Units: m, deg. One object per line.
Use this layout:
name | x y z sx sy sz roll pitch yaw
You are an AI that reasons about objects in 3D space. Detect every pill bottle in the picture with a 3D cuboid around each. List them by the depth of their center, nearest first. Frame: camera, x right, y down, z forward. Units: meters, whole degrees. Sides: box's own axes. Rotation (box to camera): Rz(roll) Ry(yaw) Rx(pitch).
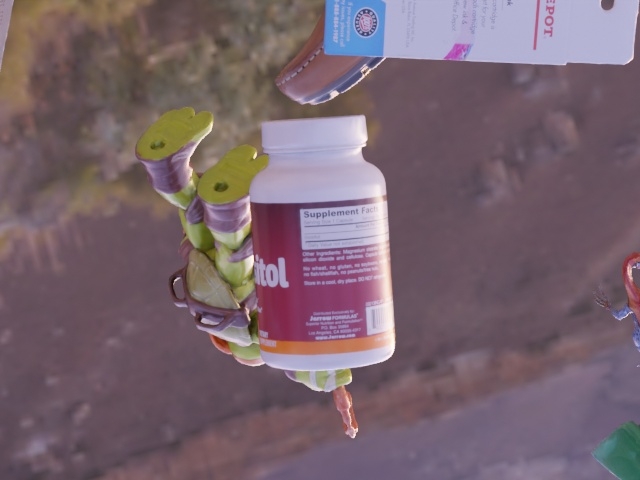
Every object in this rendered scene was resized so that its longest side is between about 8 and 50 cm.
pill bottle | 0.000 0.000 1.144 0.086 0.152 0.086 -4 -175 0

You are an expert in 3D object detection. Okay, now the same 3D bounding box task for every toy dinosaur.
toy dinosaur | 0.242 0.051 1.350 0.047 0.082 0.090 -30 -145 -12

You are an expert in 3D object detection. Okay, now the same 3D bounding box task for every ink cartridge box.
ink cartridge box | 0.094 -0.162 1.086 0.181 0.104 0.061 3 -159 0

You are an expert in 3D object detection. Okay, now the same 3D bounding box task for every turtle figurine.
turtle figurine | -0.069 0.014 1.300 0.087 0.269 0.217 -26 133 -12

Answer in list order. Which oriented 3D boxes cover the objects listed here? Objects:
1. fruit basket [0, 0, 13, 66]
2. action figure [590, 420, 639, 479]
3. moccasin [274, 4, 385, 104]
fruit basket | -0.399 -0.154 1.531 0.327 0.353 0.165 -12 132 11
action figure | 0.334 0.221 1.437 0.137 0.232 0.063 -28 143 -16
moccasin | 0.065 -0.301 1.758 0.380 0.147 0.139 -56 -169 8
